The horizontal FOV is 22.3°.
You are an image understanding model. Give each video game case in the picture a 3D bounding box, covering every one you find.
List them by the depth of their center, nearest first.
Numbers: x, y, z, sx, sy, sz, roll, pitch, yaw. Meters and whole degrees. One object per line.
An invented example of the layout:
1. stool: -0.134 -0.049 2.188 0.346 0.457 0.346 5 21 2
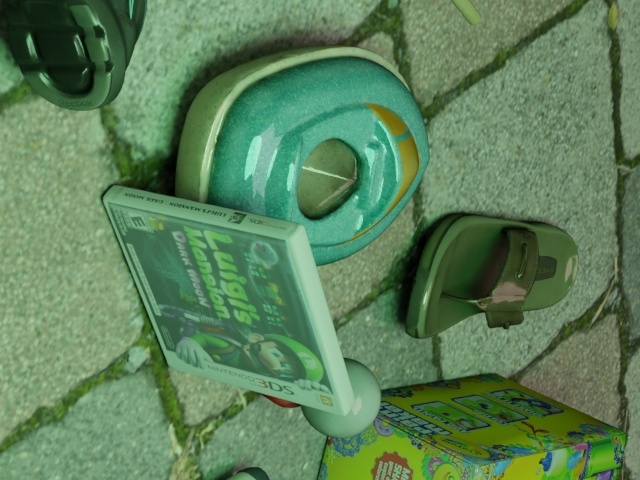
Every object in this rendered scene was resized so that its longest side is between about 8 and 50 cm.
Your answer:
1. video game case: -0.069 0.047 1.243 0.022 0.173 0.190 -54 143 -36

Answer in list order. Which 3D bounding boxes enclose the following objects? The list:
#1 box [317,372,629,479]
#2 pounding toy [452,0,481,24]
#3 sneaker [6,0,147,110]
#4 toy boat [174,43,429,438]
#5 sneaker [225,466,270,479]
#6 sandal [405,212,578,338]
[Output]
1. box: 0.133 0.307 1.623 0.279 0.177 0.290 -1 109 -51
2. pounding toy: 0.121 -0.284 1.384 0.206 0.094 0.181 -14 124 -36
3. sneaker: -0.173 -0.222 1.065 0.106 0.101 0.267 -57 147 -51
4. toy boat: 0.000 0.000 1.325 0.267 0.148 0.318 -17 120 -46
5. sneaker: -0.052 0.319 1.469 0.091 0.094 0.258 -32 130 -32
6. sandal: 0.188 0.035 1.626 0.303 0.086 0.120 -9 115 -49
